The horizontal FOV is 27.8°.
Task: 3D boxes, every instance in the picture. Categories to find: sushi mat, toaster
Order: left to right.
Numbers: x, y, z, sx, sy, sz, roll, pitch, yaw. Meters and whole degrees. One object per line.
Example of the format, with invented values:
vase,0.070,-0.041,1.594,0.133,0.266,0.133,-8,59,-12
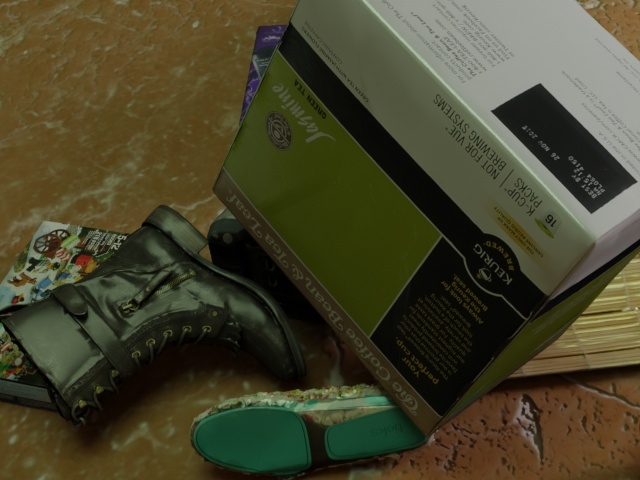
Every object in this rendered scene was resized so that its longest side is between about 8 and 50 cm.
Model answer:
toaster,0.000,0.000,1.397,0.227,0.129,0.146,11,44,23
sushi mat,0.263,0.081,1.344,0.316,0.019,0.151,-7,44,4

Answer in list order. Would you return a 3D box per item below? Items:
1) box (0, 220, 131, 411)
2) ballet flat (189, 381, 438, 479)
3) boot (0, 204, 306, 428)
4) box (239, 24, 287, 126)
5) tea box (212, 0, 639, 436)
box,-0.283,0.080,1.421,0.159,0.044,0.233,7,46,18
ballet flat,-0.004,0.180,1.256,0.241,0.091,0.077,-2,13,1
boot,-0.171,0.108,1.313,0.263,0.091,0.229,42,66,14
box,-0.008,-0.168,1.590,0.153,0.108,0.207,-2,43,7
tea box,0.118,-0.062,1.174,0.220,0.323,0.329,-29,71,-39
